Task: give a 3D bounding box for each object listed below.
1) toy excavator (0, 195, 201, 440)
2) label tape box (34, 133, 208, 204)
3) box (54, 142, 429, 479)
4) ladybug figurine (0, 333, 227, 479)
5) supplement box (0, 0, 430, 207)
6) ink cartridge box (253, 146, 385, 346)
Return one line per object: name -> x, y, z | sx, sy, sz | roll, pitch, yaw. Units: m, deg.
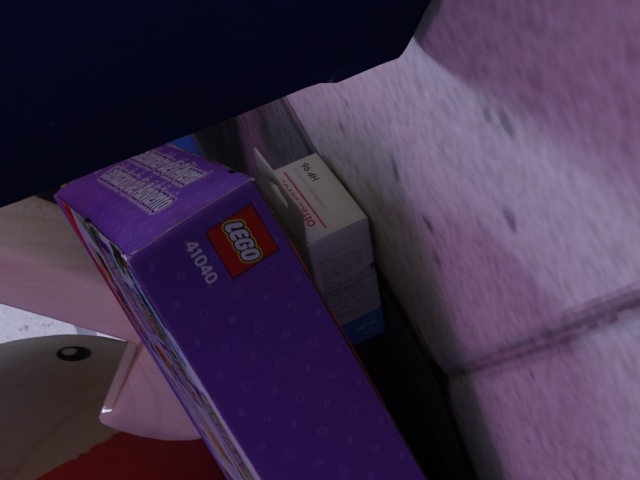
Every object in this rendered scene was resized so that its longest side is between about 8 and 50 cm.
toy excavator -> -0.303, 0.005, 0.828 | 0.433, 0.222, 0.445 | 38, 143, -28
label tape box -> -0.200, -0.123, 0.834 | 0.348, 0.115, 0.249 | 9, 149, 25
box -> -0.003, 0.099, 0.646 | 0.293, 0.057, 0.201 | 61, 169, -16
ladybug figurine -> -0.073, 0.244, 0.956 | 0.449, 0.162, 0.305 | 59, -177, 3
supplement box -> -0.119, -0.200, 0.392 | 0.195, 0.194, 0.356 | 119, 127, -74
ink cartridge box -> 0.000, 0.000, 0.623 | 0.048, 0.028, 0.083 | 53, 161, 43
